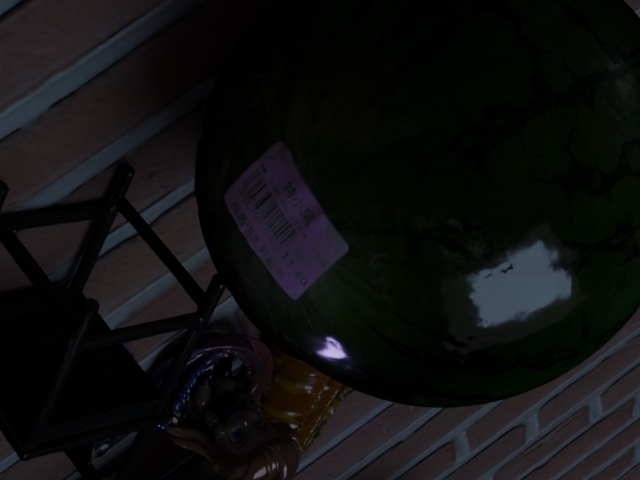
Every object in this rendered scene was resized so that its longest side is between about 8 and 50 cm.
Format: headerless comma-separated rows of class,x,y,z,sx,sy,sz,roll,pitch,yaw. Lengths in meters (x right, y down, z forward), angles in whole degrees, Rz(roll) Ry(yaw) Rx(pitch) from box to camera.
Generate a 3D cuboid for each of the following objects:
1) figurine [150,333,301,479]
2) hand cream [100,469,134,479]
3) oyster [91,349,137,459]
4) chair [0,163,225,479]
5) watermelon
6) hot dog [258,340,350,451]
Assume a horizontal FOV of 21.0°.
figurine,-0.078,0.162,1.555,0.126,0.157,0.114,-28,172,-32
hand cream,-0.259,0.263,1.586,0.210,0.043,0.067,-24,154,-39
oyster,-0.193,0.133,1.457,0.103,0.051,0.148,-46,143,-3
chair,-0.196,0.089,1.285,0.141,0.154,0.260,-10,138,-43
watermelon,0.092,-0.050,1.219,0.363,0.363,0.363,-30,151,-18
hot dog,-0.016,0.134,1.662,0.115,0.072,0.269,-25,151,-42
